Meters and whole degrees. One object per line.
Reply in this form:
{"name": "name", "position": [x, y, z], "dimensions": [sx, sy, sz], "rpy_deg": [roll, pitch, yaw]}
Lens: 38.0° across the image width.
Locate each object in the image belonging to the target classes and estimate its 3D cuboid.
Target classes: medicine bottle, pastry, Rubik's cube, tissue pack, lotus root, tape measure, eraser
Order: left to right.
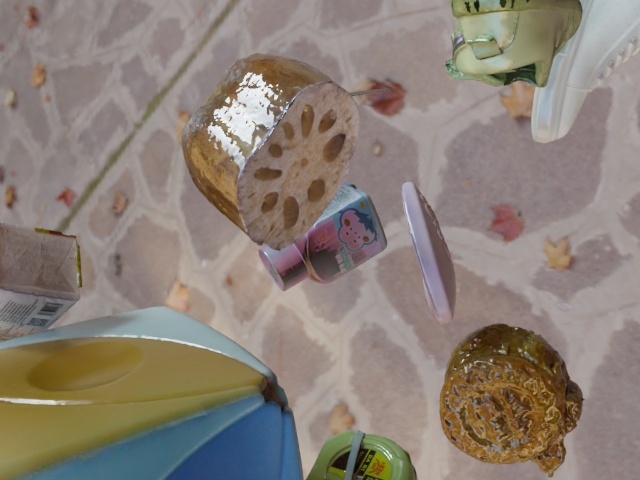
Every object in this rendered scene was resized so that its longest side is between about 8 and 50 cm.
{"name": "tissue pack", "position": [-0.368, 0.054, 1.120], "dimensions": [0.149, 0.106, 0.099], "rpy_deg": [-36, 52, 42]}
{"name": "Rubik's cube", "position": [-0.236, 0.299, 1.047], "dimensions": [0.347, 0.352, 0.351], "rpy_deg": [22, 125, 56]}
{"name": "lotus root", "position": [-0.033, -0.062, 0.639], "dimensions": [0.081, 0.112, 0.122], "rpy_deg": [29, 81, 37]}
{"name": "medicine bottle", "position": [0.000, 0.000, 1.486], "dimensions": [0.188, 0.119, 0.094], "rpy_deg": [-31, 33, -13]}
{"name": "tape measure", "position": [0.052, 0.328, 1.226], "dimensions": [0.154, 0.177, 0.087], "rpy_deg": [5, 132, 24]}
{"name": "eraser", "position": [0.195, 0.046, 1.573], "dimensions": [0.059, 0.204, 0.243], "rpy_deg": [-15, 41, 3]}
{"name": "pastry", "position": [0.325, 0.262, 1.598], "dimensions": [0.235, 0.132, 0.240], "rpy_deg": [13, 118, 4]}

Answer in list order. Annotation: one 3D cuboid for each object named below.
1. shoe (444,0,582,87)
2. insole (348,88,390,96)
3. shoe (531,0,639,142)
{"name": "shoe", "position": [0.223, -0.249, 1.118], "dimensions": [0.140, 0.262, 0.128], "rpy_deg": [15, 98, 24]}
{"name": "insole", "position": [0.038, -0.266, 1.703], "dimensions": [0.188, 0.064, 0.004], "rpy_deg": [-3, 104, 24]}
{"name": "shoe", "position": [0.425, -0.302, 1.361], "dimensions": [0.160, 0.132, 0.363], "rpy_deg": [17, 90, 9]}
